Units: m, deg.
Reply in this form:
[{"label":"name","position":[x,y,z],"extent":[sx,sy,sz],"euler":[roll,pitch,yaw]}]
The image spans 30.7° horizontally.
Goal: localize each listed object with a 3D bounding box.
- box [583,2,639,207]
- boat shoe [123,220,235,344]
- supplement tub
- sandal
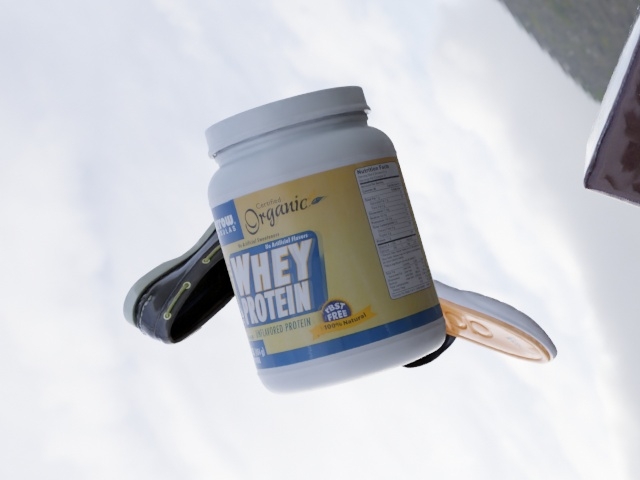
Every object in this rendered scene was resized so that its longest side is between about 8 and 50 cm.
[{"label":"box","position":[0.315,-0.123,0.896],"extent":[0.168,0.203,0.167],"euler":[20,-161,7]},{"label":"boat shoe","position":[-0.103,0.029,1.238],"extent":[0.068,0.227,0.081],"euler":[30,147,33]},{"label":"supplement tub","position":[0.000,0.000,0.855],"extent":[0.144,0.144,0.200],"euler":[-14,-93,-67]},{"label":"sandal","position":[0.094,0.080,1.090],"extent":[0.076,0.265,0.102],"euler":[-53,-50,-18]}]
